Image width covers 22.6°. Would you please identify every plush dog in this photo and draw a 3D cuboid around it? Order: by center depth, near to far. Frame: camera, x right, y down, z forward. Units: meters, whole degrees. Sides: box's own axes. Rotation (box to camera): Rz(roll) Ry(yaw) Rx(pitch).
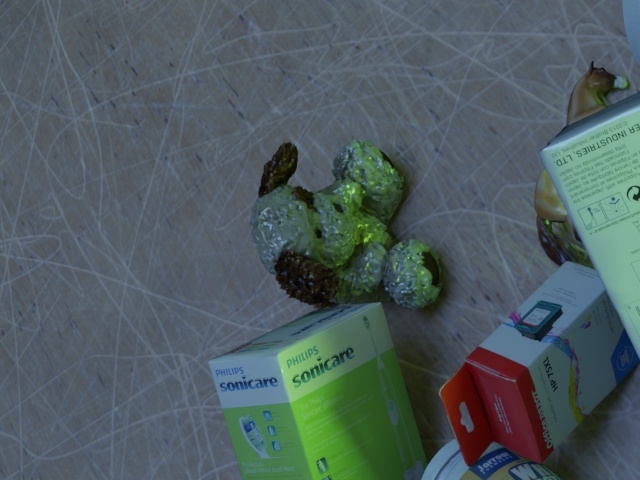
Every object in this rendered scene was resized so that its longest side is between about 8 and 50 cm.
[{"bbox_3d":[0.000,0.000,2.075,0.210,0.225,0.262,-39,52,27],"label":"plush dog"}]

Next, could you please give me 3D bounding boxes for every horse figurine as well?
[{"bbox_3d":[0.325,-0.078,1.906,0.174,0.066,0.263,26,92,40],"label":"horse figurine"}]

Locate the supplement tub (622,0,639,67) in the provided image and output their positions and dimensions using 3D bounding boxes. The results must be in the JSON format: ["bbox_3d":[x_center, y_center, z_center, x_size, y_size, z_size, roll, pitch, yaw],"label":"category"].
[{"bbox_3d":[0.506,-0.258,1.672,0.325,0.235,0.235,3,78,44],"label":"supplement tub"}]

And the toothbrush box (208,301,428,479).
[{"bbox_3d":[0.010,0.240,1.920,0.122,0.206,0.283,-9,100,41],"label":"toothbrush box"}]

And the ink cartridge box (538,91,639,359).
[{"bbox_3d":[0.424,0.022,1.566,0.270,0.151,0.395,-25,93,27],"label":"ink cartridge box"}]

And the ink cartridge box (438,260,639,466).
[{"bbox_3d":[0.245,0.148,1.777,0.231,0.134,0.078,-42,39,-24],"label":"ink cartridge box"}]

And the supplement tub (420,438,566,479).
[{"bbox_3d":[0.219,0.317,1.812,0.199,0.144,0.144,32,99,44],"label":"supplement tub"}]
